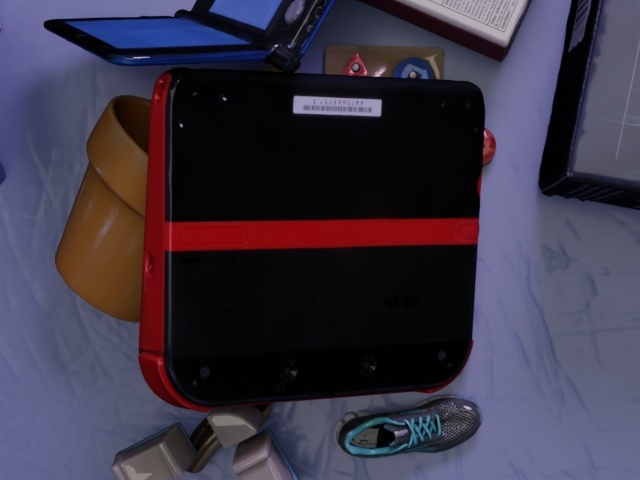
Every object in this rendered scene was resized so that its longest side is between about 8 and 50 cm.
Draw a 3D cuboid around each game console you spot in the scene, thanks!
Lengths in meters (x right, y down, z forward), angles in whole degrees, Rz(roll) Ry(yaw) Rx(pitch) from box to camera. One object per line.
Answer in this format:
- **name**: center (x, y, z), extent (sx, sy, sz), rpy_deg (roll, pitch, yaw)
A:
- **game console**: center (-0.122, -0.270, 1.447), extent (0.173, 0.293, 0.250), rpy_deg (29, 92, -30)
- **game console**: center (0.000, 0.000, 1.463), extent (0.386, 0.060, 0.342), rpy_deg (-1, 96, -30)

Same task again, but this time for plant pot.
- **plant pot**: center (-0.185, -0.022, 1.529), extent (0.205, 0.205, 0.188), rpy_deg (37, 107, 4)

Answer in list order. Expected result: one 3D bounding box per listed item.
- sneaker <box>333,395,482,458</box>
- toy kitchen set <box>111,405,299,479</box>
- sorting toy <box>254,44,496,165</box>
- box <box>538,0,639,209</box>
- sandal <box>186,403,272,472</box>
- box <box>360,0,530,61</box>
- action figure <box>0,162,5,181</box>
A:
- **sneaker**: center (0.096, 0.212, 1.552), extent (0.166, 0.076, 0.065), rpy_deg (-13, 89, 4)
- **toy kitchen set**: center (-0.102, 0.284, 1.536), extent (0.166, 0.122, 0.207), rpy_deg (-28, 95, 8)
- **sorting toy**: center (0.059, -0.152, 1.574), extent (0.274, 0.046, 0.132), rpy_deg (2, 90, 5)
- **box**: center (0.503, -0.241, 1.418), extent (0.471, 0.297, 0.480), rpy_deg (11, 90, 3)
- **sandal**: center (-0.087, 0.194, 1.575), extent (0.049, 0.072, 0.180), rpy_deg (35, 103, -17)
- **box**: center (0.123, -0.309, 1.529), extent (0.232, 0.127, 0.149), rpy_deg (24, 92, 5)
- **action figure**: center (-0.475, -0.160, 1.502), extent (0.330, 0.341, 0.178), rpy_deg (29, 60, 35)
